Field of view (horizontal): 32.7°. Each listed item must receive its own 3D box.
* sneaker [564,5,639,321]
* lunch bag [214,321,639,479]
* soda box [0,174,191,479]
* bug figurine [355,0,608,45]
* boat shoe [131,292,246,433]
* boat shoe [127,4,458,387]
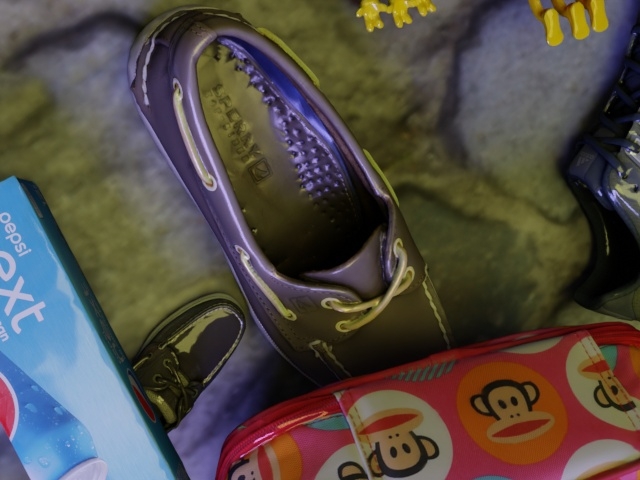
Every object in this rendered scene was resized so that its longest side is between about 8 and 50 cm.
[{"bbox_3d":[0.232,-0.076,0.743,0.121,0.111,0.300,-8,102,-14],"label":"sneaker"},{"bbox_3d":[0.078,0.180,0.696,0.293,0.120,0.258,-11,142,-18],"label":"lunch bag"},{"bbox_3d":[-0.150,0.072,0.619,0.071,0.067,0.210,-27,92,-5],"label":"soda box"},{"bbox_3d":[0.090,-0.255,0.669,0.216,0.072,0.279,-14,111,-10],"label":"bug figurine"},{"bbox_3d":[-0.101,0.097,0.685,0.152,0.049,0.056,-46,113,-5],"label":"boat shoe"},{"bbox_3d":[0.000,0.000,0.676,0.116,0.096,0.324,-36,111,-10],"label":"boat shoe"}]
